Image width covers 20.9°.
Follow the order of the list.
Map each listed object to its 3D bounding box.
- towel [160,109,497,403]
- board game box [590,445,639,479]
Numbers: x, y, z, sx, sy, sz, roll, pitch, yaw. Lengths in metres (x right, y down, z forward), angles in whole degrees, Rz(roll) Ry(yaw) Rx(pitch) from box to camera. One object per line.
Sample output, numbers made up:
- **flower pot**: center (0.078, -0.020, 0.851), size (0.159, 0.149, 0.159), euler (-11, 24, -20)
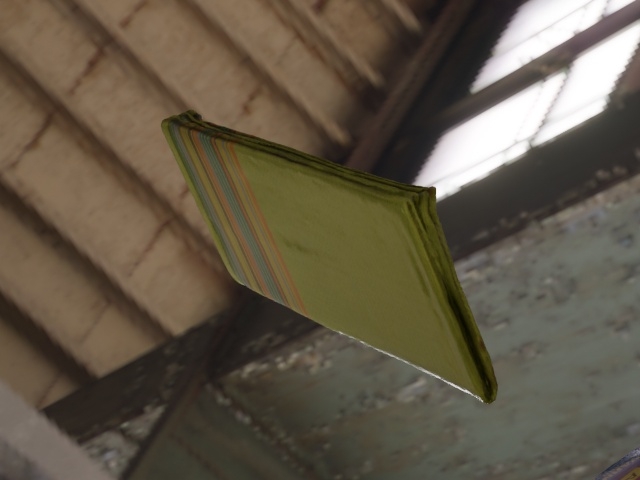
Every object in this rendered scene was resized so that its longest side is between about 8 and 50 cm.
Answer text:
- **towel**: center (0.000, 0.000, 0.790), size (0.021, 0.237, 0.102), euler (-33, -65, -19)
- **board game box**: center (0.107, 0.189, 0.757), size (0.319, 0.318, 0.066), euler (-34, -89, -6)
